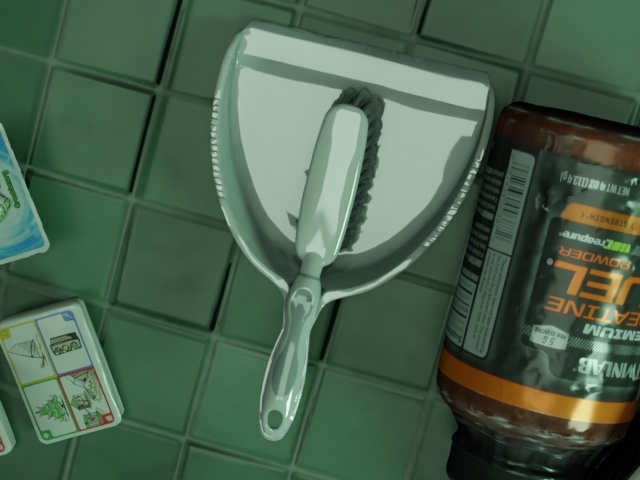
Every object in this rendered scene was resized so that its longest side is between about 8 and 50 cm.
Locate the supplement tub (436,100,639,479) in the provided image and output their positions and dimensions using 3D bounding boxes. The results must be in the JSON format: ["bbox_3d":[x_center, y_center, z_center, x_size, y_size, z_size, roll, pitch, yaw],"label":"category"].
[{"bbox_3d":[0.120,0.035,0.745,0.106,0.106,0.198,13,99,4],"label":"supplement tub"}]

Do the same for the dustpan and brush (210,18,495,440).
[{"bbox_3d":[0.000,0.000,0.774,0.147,0.060,0.211,14,98,4],"label":"dustpan and brush"}]

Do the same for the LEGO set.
[{"bbox_3d":[-0.232,0.010,0.817,0.182,0.060,0.244,-17,107,8],"label":"LEGO set"}]

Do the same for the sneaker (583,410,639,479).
[{"bbox_3d":[0.232,0.111,0.741,0.123,0.106,0.290,45,98,2],"label":"sneaker"}]
